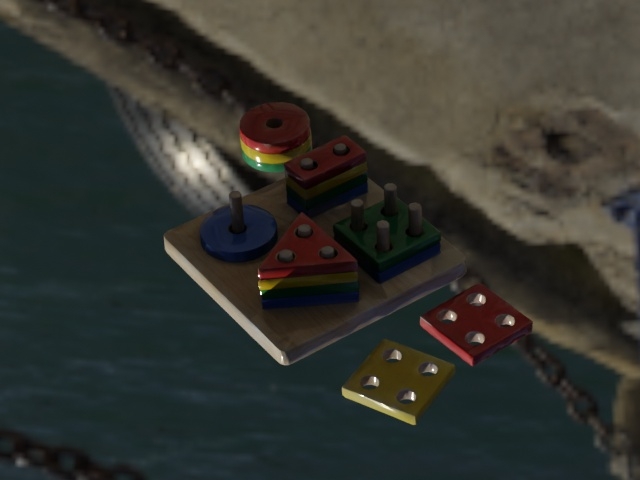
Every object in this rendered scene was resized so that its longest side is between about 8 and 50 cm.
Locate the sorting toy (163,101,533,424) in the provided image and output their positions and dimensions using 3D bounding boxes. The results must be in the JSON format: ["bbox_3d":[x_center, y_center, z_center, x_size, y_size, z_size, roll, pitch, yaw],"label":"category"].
[{"bbox_3d":[0.000,0.000,1.039,0.132,0.274,0.046,-25,135,-24],"label":"sorting toy"}]
